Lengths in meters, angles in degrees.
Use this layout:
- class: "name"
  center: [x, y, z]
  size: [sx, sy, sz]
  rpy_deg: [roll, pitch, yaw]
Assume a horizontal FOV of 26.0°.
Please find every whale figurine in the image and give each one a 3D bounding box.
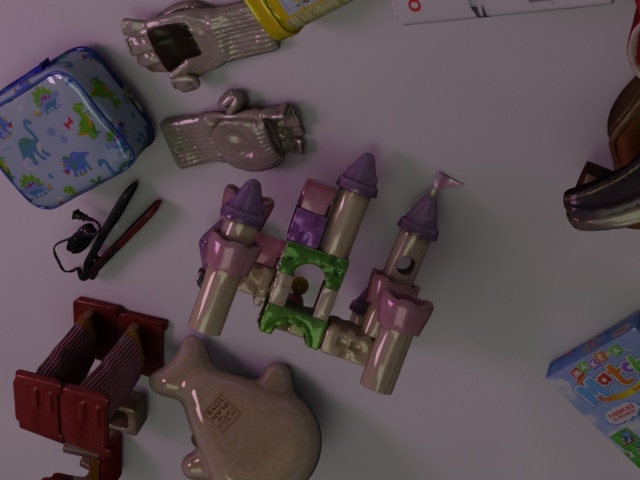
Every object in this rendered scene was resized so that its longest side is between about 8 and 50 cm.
- class: "whale figurine"
  center: [-0.121, 0.262, 2.025]
  size: [0.272, 0.141, 0.216]
  rpy_deg: [41, 90, 10]

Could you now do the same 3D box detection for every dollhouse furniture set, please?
- class: "dollhouse furniture set"
  center: [-0.340, 0.291, 2.094]
  size: [0.152, 0.201, 0.374]
  rpy_deg: [16, 129, 13]

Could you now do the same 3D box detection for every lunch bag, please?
- class: "lunch bag"
  center: [-0.341, -0.151, 1.832]
  size: [0.219, 0.090, 0.176]
  rpy_deg: [-24, 114, 36]

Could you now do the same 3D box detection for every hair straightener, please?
- class: "hair straightener"
  center: [-0.315, -0.016, 1.961]
  size: [0.089, 0.047, 0.230]
  rpy_deg: [40, 135, -8]

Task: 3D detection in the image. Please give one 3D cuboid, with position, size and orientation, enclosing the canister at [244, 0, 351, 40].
- class: "canister"
  center: [-0.007, -0.315, 1.568]
  size: [0.170, 0.073, 0.126]
  rpy_deg: [-21, 112, 33]

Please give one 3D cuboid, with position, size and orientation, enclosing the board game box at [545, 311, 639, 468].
- class: "board game box"
  center: [0.421, 0.205, 1.793]
  size: [0.211, 0.039, 0.160]
  rpy_deg: [43, 131, -10]

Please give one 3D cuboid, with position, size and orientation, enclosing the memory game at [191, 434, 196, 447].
- class: "memory game"
  center: [-0.115, 0.331, 2.149]
  size: [0.186, 0.012, 0.186]
  rpy_deg: [12, 128, 16]

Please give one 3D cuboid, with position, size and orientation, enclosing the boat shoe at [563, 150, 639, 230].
- class: "boat shoe"
  center: [0.411, -0.127, 1.464]
  size: [0.355, 0.132, 0.130]
  rpy_deg: [-27, 93, 10]

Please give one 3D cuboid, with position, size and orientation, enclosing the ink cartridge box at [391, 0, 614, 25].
- class: "ink cartridge box"
  center: [0.185, -0.331, 1.450]
  size: [0.237, 0.100, 0.172]
  rpy_deg: [-2, 124, 24]

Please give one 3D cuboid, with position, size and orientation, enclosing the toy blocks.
- class: "toy blocks"
  center: [0.000, 0.000, 1.745]
  size: [0.288, 0.309, 0.260]
  rpy_deg: [19, 98, -5]

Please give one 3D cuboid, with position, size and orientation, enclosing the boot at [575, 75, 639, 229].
- class: "boot"
  center: [0.391, -0.094, 1.568]
  size: [0.152, 0.073, 0.197]
  rpy_deg: [20, 130, -1]

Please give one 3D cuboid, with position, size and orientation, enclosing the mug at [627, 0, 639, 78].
- class: "mug"
  center: [0.353, -0.235, 1.401]
  size: [0.150, 0.169, 0.113]
  rpy_deg: [24, 132, 5]

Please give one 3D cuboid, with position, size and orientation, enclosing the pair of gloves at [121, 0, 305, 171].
- class: "pair of gloves"
  center: [-0.132, -0.187, 1.743]
  size: [0.204, 0.042, 0.240]
  rpy_deg: [0, 126, 24]
